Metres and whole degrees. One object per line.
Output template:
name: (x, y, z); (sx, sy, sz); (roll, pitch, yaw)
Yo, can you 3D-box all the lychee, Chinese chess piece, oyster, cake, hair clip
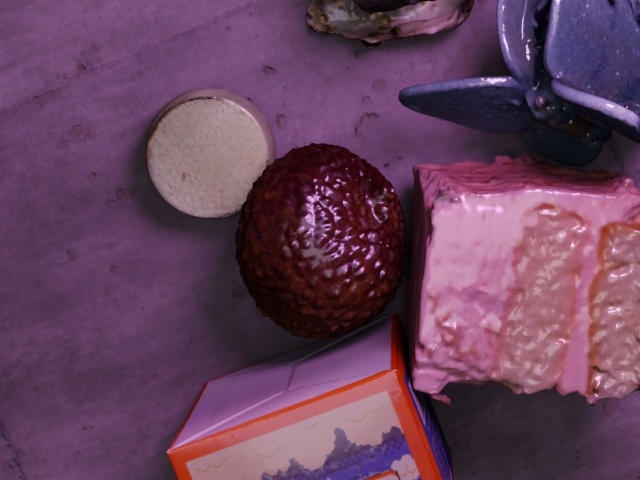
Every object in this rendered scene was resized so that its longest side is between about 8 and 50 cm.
lychee: (0.000, 0.000, 1.786); (0.260, 0.260, 0.261); (1, 99, 4)
Chinese chess piece: (-0.157, -0.124, 1.863); (0.188, 0.083, 0.189); (0, 101, 2)
oyster: (0.118, -0.363, 1.810); (0.294, 0.094, 0.166); (-8, 102, 22)
cake: (0.268, 0.036, 1.736); (0.306, 0.314, 0.293); (1, 100, 0)
hair clip: (0.354, -0.232, 1.690); (0.318, 0.392, 0.239); (21, 84, -35)

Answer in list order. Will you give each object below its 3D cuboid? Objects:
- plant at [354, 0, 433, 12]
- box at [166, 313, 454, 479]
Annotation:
plant: (0.152, -0.393, 1.654); (0.274, 0.146, 0.149); (-17, 118, 33)
box: (0.005, 0.297, 1.780); (0.318, 0.349, 0.257); (-22, 97, 5)
